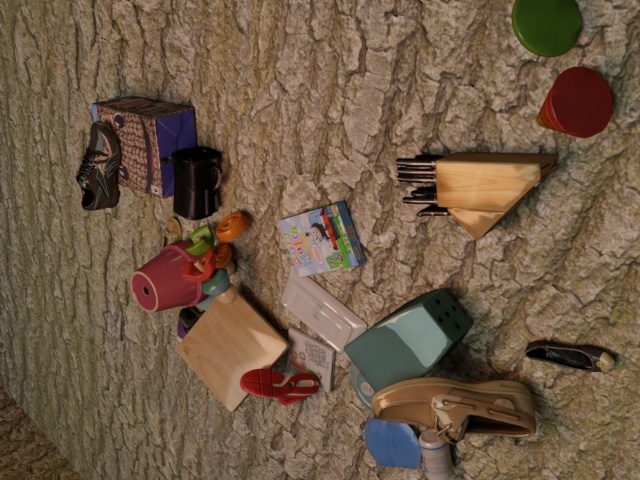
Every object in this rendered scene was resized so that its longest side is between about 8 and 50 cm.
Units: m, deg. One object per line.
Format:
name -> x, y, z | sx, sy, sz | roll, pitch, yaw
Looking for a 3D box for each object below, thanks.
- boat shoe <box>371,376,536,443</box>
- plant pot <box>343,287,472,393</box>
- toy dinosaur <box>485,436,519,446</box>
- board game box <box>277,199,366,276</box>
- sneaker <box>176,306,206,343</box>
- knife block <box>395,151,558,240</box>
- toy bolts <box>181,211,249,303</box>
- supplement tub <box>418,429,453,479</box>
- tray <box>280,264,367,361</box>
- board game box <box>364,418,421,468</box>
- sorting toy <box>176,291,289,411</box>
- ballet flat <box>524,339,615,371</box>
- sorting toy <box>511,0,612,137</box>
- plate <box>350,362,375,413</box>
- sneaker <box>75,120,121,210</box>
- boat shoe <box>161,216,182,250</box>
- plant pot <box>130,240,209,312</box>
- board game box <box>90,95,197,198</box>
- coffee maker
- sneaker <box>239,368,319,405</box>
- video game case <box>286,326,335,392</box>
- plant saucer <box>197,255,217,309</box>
boat shoe -> 0.278, 0.362, 1.372 | 0.341, 0.110, 0.122 | -4, 139, 7
plant pot -> 0.208, 0.221, 1.460 | 0.165, 0.165, 0.234 | 52, 130, 11
toy dinosaur -> 0.410, 0.430, 1.472 | 0.082, 0.047, 0.090 | 36, 96, 35
board game box -> 0.000, 0.000, 1.626 | 0.211, 0.039, 0.160 | -14, 99, 45
sneaker -> -0.348, 0.287, 2.018 | 0.283, 0.107, 0.124 | 16, 113, 36
knife block -> 0.284, -0.136, 1.281 | 0.242, 0.088, 0.276 | 49, 133, 13
toy bolts -> -0.258, 0.058, 1.792 | 0.218, 0.228, 0.158 | -26, 121, 21
supplement tub -> 0.282, 0.522, 1.589 | 0.071, 0.071, 0.107 | 0, 108, 41
tray -> -0.004, 0.195, 1.723 | 0.270, 0.030, 0.145 | 37, 128, 23
board game box -> 0.193, 0.520, 1.694 | 0.168, 0.033, 0.133 | -10, 96, 38
sorting toy -> -0.241, 0.307, 1.877 | 0.257, 0.089, 0.255 | 43, 99, 20
ballet flat -> 0.491, 0.235, 1.291 | 0.173, 0.049, 0.058 | 3, 111, 40
sorting toy -> 0.371, -0.338, 1.132 | 0.366, 0.127, 0.126 | 68, 164, -1
plate -> 0.146, 0.378, 1.676 | 0.188, 0.024, 0.188 | 18, 120, 34
sneaker -> -0.629, -0.203, 1.844 | 0.101, 0.106, 0.267 | 24, 122, 33
boat shoe -> -0.470, -0.001, 2.030 | 0.056, 0.048, 0.153 | 35, 128, 24
plant pot -> -0.449, 0.120, 1.922 | 0.201, 0.180, 0.201 | 19, 120, 36
board game box -> -0.499, -0.274, 1.870 | 0.291, 0.141, 0.232 | 17, 119, 35
coffee maker -> -0.356, -0.153, 1.778 | 0.120, 0.171, 0.178 | 42, 133, 52
sneaker -> -0.125, 0.418, 1.790 | 0.128, 0.221, 0.087 | 121, 153, -47
video game case -> -0.029, 0.332, 1.812 | 0.157, 0.019, 0.143 | 23, 122, 33
plant saucer -> -0.357, 0.117, 1.992 | 0.195, 0.037, 0.195 | 17, 119, 34
